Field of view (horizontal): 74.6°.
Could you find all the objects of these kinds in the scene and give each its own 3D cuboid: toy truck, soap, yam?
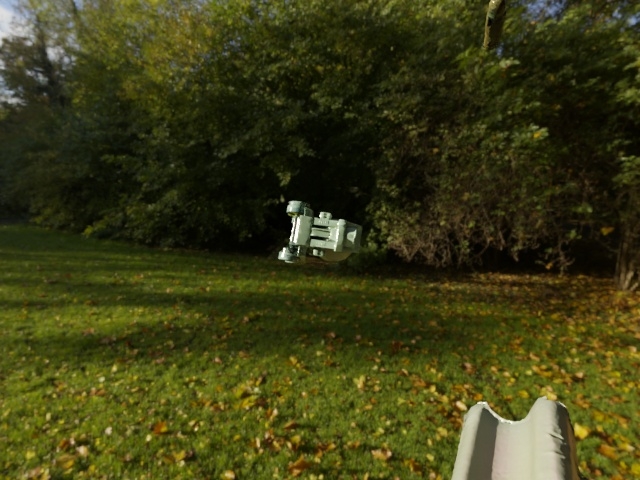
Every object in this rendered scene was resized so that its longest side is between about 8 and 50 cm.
[{"bbox_3d":[0.000,0.000,0.828,0.140,0.107,0.256,9,-7,0],"label":"toy truck"},{"bbox_3d":[0.269,0.381,0.510,0.159,0.257,0.302,-23,-2,29],"label":"soap"},{"bbox_3d":[0.130,-0.160,0.314,0.014,0.014,0.107,6,12,18],"label":"yam"}]
